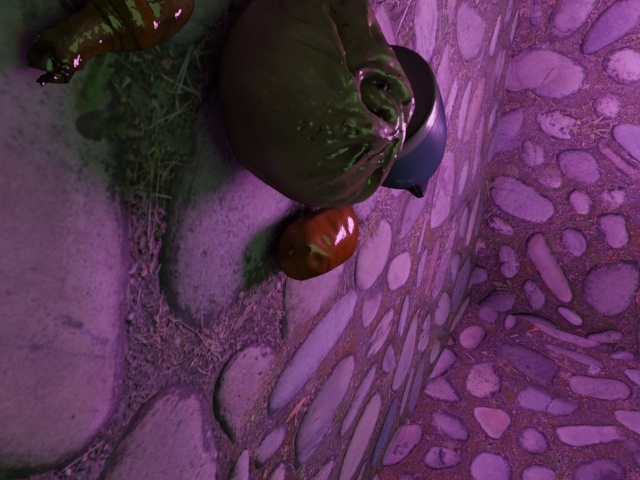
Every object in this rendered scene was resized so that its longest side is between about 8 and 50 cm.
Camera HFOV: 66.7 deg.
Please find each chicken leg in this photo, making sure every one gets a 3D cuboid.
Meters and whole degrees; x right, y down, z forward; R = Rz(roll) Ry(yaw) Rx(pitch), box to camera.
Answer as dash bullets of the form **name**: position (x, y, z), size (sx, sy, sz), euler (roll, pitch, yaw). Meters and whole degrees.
- **chicken leg**: position (-0.227, -0.250, 0.528), size (0.227, 0.088, 0.103), euler (-46, 153, -33)

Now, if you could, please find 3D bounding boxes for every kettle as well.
- **kettle**: position (0.160, -0.266, 1.097), size (0.342, 0.247, 0.319), euler (29, 45, -62)

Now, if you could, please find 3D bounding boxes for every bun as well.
- **bun**: position (0.003, -0.232, 0.771), size (0.326, 0.234, 0.361), euler (-4, 99, -41)

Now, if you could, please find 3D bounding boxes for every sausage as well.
- **sausage**: position (0.000, 0.000, 1.049), size (0.241, 0.120, 0.136), euler (-34, 119, -51)
